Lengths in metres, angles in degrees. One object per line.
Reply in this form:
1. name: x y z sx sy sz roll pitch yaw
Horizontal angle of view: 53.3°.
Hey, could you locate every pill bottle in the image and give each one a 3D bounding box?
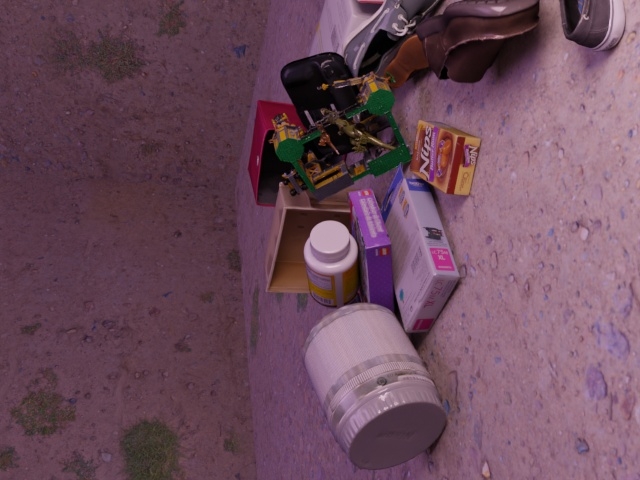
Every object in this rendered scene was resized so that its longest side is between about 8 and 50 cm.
1. pill bottle: 0.025 0.052 1.402 0.215 0.117 0.117 84 179 -55

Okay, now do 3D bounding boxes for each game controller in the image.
1. game controller: 0.025 -0.326 1.580 0.319 0.166 0.067 58 -143 -48

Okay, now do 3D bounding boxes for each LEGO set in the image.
1. LEGO set: 0.045 -0.254 1.457 0.331 0.255 0.192 -32 39 15

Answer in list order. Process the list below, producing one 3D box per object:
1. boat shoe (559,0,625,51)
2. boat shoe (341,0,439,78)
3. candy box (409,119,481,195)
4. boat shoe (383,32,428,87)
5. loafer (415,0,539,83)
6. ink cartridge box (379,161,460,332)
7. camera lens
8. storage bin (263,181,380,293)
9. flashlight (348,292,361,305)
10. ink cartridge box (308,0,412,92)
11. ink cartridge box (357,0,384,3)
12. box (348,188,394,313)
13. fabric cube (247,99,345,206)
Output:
1. boat shoe: 0.340 -0.356 0.853 0.080 0.076 0.229 134 137 -67
2. boat shoe: 0.167 -0.456 1.353 0.319 0.116 0.099 -35 54 43
3. candy box: 0.235 -0.163 1.229 0.187 0.053 0.109 -123 39 -67
4. boat shoe: 0.204 -0.401 1.366 0.073 0.073 0.207 -49 11 -21
5. loafer: 0.268 -0.335 1.067 0.366 0.133 0.130 -115 8 -78
6. ink cartridge box: 0.192 0.009 1.317 0.186 0.065 0.311 107 158 -46
7. camera lens: 0.098 0.276 1.261 0.274 0.219 0.220 -118 35 -48
8. storage bin: 0.000 0.000 1.641 0.123 0.260 0.263 -108 27 -52
9. flashlight: 0.098 0.254 1.521 0.304 0.103 0.103 -103 22 -45
10. ink cartridge box: 0.083 -0.486 1.649 0.385 0.160 0.279 114 155 -50
11. ink cartridge box: 0.147 -0.621 1.418 0.237 0.171 0.100 -102 15 -45
12. box: 0.116 0.061 1.419 0.201 0.057 0.294 -103 4 -51
13. fabric cube: -0.081 -0.270 2.005 0.258 0.258 0.254 -111 28 -56
